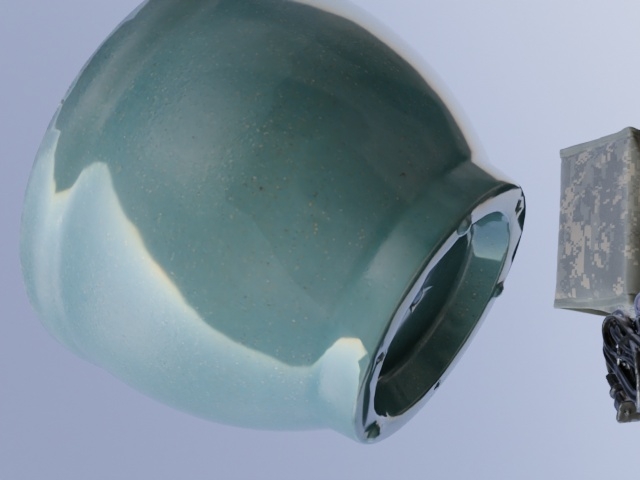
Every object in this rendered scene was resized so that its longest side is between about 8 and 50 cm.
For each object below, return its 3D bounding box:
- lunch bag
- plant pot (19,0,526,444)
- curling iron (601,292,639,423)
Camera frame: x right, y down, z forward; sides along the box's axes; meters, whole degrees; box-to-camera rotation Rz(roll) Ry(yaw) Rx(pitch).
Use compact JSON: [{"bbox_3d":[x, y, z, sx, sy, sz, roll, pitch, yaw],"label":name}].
[{"bbox_3d":[0.479,-0.001,1.064,0.286,0.169,0.236,10,-101,-23],"label":"lunch bag"},{"bbox_3d":[0.000,0.000,0.484,0.196,0.293,0.293,31,-130,26],"label":"plant pot"},{"bbox_3d":[0.161,0.057,0.295,0.035,0.274,0.068,-2,-91,3],"label":"curling iron"}]
